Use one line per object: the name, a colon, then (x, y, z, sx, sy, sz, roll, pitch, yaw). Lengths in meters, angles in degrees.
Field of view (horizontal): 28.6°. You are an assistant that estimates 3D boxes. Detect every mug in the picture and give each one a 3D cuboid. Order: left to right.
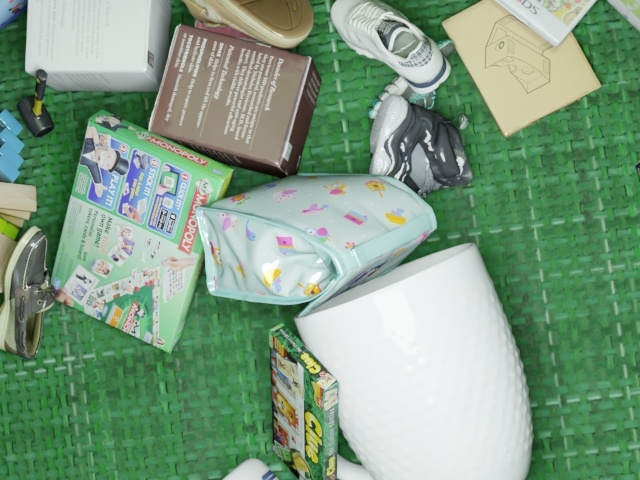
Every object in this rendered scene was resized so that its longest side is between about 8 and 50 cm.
mug: (0.113, 0.219, 1.771, 0.374, 0.276, 0.328, -22, 92, 34)

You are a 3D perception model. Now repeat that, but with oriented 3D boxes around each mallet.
mallet: (-0.426, -0.219, 1.876, 0.039, 0.190, 0.062, -30, 77, -21)

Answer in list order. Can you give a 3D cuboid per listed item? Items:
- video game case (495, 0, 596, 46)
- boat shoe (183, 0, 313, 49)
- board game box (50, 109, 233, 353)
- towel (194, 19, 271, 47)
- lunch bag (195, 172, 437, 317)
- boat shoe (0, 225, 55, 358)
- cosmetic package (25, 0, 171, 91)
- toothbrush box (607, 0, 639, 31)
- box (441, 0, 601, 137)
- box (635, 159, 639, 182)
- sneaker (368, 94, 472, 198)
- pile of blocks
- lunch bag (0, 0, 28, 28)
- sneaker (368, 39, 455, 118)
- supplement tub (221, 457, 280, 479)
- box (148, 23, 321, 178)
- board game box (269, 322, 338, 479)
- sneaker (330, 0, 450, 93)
video game case: (0.342, -0.434, 1.874, 0.206, 0.026, 0.227, 39, 81, 7)
boat shoe: (-0.143, -0.376, 1.861, 0.121, 0.110, 0.341, -32, 62, -33)
board game box: (-0.268, -0.008, 1.831, 0.213, 0.046, 0.317, 24, 121, 6)
towel: (-0.121, -0.390, 1.930, 0.144, 0.029, 0.197, 4, 87, 7)
lunch bag: (0.000, 0.000, 1.709, 0.262, 0.223, 0.160, 7, 111, 41)
boat shoe: (-0.429, 0.081, 1.870, 0.073, 0.080, 0.223, 26, 120, 8)
cosmetic package: (-0.329, -0.310, 1.884, 0.183, 0.151, 0.151, 1, 86, 5)
toothbrush box: (0.525, -0.337, 1.736, 0.122, 0.283, 0.206, -45, 83, 0)
box: (0.301, -0.278, 1.886, 0.164, 0.021, 0.201, -28, 85, 3)
box: (0.573, -0.032, 1.828, 0.175, 0.051, 0.220, -14, 86, 5)
sneaker: (0.138, -0.072, 1.847, 0.153, 0.101, 0.268, 9, 103, -10)
pile of blocks: (-0.528, -0.092, 1.927, 0.112, 0.149, 0.362, -16, 71, 47)
lunch bag: (-0.534, -0.370, 1.873, 0.138, 0.221, 0.293, 42, 91, 7)
sneaker: (0.150, -0.228, 1.886, 0.076, 0.065, 0.166, 42, 94, -10)
supplement tub: (-0.071, 0.497, 1.764, 0.235, 0.235, 0.325, -43, 84, 2)
box: (-0.122, -0.199, 1.847, 0.203, 0.168, 0.167, 15, 87, 6)
board game box: (-0.023, 0.249, 1.761, 0.030, 0.260, 0.136, -27, 48, -27)
sneaker: (0.092, -0.309, 1.839, 0.235, 0.095, 0.090, 38, 91, 36)
